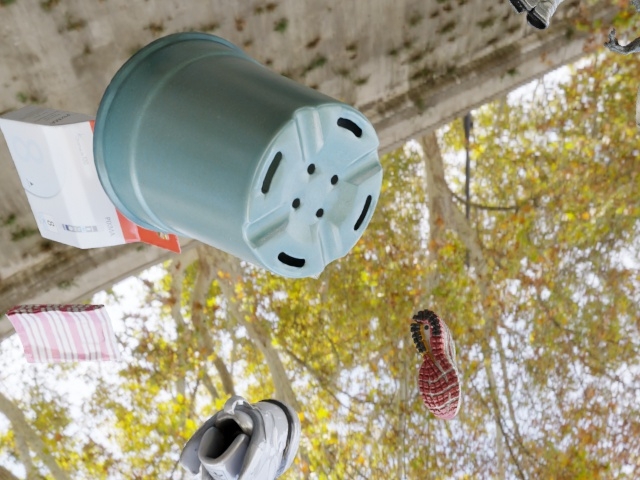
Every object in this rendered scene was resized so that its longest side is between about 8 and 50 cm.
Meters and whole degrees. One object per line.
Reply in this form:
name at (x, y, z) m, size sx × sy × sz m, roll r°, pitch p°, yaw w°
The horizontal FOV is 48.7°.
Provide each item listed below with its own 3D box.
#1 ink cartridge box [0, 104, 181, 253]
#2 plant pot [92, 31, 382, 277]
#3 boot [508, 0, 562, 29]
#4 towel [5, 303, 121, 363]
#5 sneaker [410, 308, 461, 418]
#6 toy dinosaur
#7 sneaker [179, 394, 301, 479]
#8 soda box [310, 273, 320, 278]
ink cartridge box at (-0.499, -0.117, 1.533) m, size 0.385 × 0.308 × 0.091 m, roll 14°, pitch -143°, yaw 30°
plant pot at (-0.107, -0.118, 1.068) m, size 0.341 × 0.341 × 0.334 m, roll -40°, pitch -137°, yaw -25°
boot at (0.464, -0.602, 1.567) m, size 0.161 × 0.246 × 0.083 m, roll -51°, pitch -162°, yaw -12°
towel at (-0.496, 0.186, 1.373) m, size 0.197 × 0.144 × 0.029 m, roll -2°, pitch -144°, yaw 6°
sneaker at (0.255, 0.257, 1.474) m, size 0.088 × 0.093 × 0.225 m, roll -15°, pitch -109°, yaw 29°
toy dinosaur at (0.505, -0.313, 1.061) m, size 0.118 × 0.064 × 0.268 m, roll 31°, pitch -87°, yaw 12°
sneaker at (-0.158, 0.428, 1.159) m, size 0.137 × 0.210 × 0.366 m, roll 12°, pitch -106°, yaw 25°
soda box at (0.000, 0.000, 1.660) m, size 0.061 × 0.181 × 0.058 m, roll 18°, pitch -150°, yaw -16°
